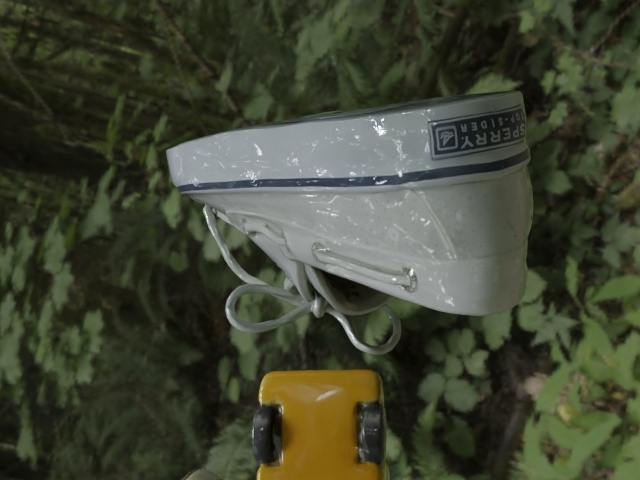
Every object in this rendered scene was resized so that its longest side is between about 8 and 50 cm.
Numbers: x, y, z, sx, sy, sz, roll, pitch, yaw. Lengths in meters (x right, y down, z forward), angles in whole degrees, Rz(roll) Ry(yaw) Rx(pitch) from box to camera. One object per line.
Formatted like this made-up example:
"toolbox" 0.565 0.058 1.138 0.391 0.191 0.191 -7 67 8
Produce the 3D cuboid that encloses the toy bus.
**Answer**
"toy bus" 0.007 0.280 0.783 0.130 0.108 0.332 62 -154 -71

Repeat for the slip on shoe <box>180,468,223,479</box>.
"slip on shoe" -0.090 0.160 0.446 0.051 0.041 0.135 -18 -44 -64

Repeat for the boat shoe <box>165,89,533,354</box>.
"boat shoe" 0.008 -0.002 0.599 0.367 0.136 0.156 5 107 61
